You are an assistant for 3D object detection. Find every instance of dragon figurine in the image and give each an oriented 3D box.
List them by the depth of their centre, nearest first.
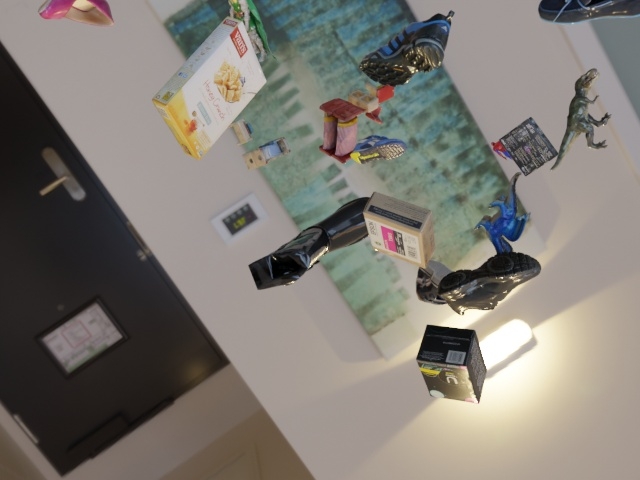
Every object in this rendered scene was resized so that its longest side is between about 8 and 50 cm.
[{"bbox_3d":[0.527,-0.052,1.671,0.085,0.144,0.289,-32,153,-56],"label":"dragon figurine"}]

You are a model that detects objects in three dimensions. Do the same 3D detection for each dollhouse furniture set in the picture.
[{"bbox_3d":[-0.226,-0.378,2.240,0.129,0.183,0.129,-34,-164,-35],"label":"dollhouse furniture set"},{"bbox_3d":[0.171,-0.485,2.407,0.374,0.201,0.152,-32,-131,-31],"label":"dollhouse furniture set"}]

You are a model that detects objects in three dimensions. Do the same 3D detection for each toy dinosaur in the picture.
[{"bbox_3d":[0.668,-0.289,1.523,0.064,0.118,0.268,-140,-114,-82],"label":"toy dinosaur"}]

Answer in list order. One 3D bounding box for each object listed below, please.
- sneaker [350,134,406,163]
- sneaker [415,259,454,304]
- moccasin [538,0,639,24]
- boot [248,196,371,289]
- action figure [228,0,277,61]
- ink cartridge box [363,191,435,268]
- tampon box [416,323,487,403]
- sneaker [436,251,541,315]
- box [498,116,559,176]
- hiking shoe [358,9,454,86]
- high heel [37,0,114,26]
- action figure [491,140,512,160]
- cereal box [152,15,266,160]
[{"bbox_3d":[0.135,-0.219,1.389,0.144,0.053,0.059,-2,-125,39],"label":"sneaker"},{"bbox_3d":[0.402,0.162,2.006,0.126,0.127,0.321,10,-169,-7],"label":"sneaker"},{"bbox_3d":[0.862,-0.776,1.905,0.342,0.117,0.137,4,-113,34],"label":"moccasin"},{"bbox_3d":[-0.001,0.001,1.995,0.367,0.146,0.445,-33,177,21],"label":"boot"},{"bbox_3d":[-0.201,-0.591,1.611,0.063,0.232,0.137,-43,-129,-14],"label":"action figure"},{"bbox_3d":[0.246,-0.029,1.850,0.193,0.234,0.088,20,-113,24],"label":"ink cartridge box"},{"bbox_3d":[0.306,0.288,1.400,0.121,0.161,0.101,2,-134,30],"label":"tampon box"},{"bbox_3d":[0.472,0.123,1.660,0.286,0.130,0.109,-22,-154,31],"label":"sneaker"},{"bbox_3d":[0.367,-0.165,1.065,0.067,0.083,0.018,-39,174,42],"label":"box"},{"bbox_3d":[0.223,-0.486,1.552,0.304,0.113,0.132,5,-116,56],"label":"hiking shoe"},{"bbox_3d":[-0.537,-0.504,1.344,0.082,0.117,0.244,-31,-153,14],"label":"high heel"},{"bbox_3d":[0.503,-0.240,1.628,0.038,0.030,0.115,-55,-132,12],"label":"action figure"},{"bbox_3d":[-0.215,-0.303,1.213,0.240,0.047,0.173,-54,154,-17],"label":"cereal box"}]
